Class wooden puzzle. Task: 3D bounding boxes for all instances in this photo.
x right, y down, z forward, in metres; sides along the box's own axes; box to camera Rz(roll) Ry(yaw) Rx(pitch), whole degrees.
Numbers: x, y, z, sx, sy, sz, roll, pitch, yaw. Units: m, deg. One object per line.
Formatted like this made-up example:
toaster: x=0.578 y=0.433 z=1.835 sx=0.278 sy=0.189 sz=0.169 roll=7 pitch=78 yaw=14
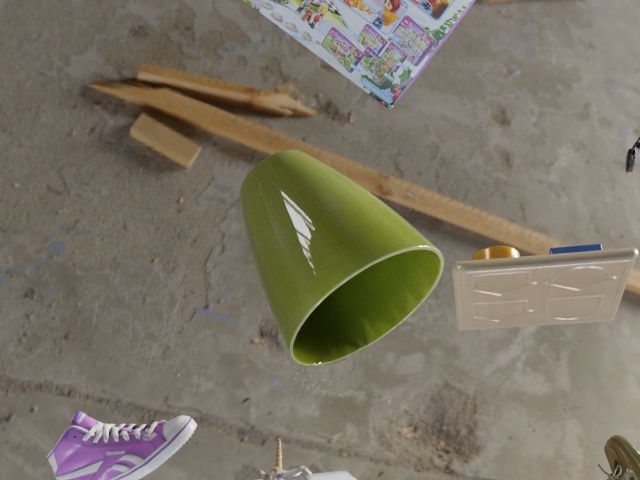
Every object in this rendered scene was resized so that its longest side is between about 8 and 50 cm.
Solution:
wooden puzzle: x=0.425 y=0.086 z=1.432 sx=0.322 sy=0.348 sz=0.080 roll=-5 pitch=64 yaw=10

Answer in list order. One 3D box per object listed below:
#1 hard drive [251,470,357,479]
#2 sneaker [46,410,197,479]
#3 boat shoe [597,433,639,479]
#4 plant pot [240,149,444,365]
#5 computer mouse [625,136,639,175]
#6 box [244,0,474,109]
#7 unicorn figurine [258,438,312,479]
hard drive: x=-0.098 y=0.468 z=1.102 sx=0.047 sy=0.233 sz=0.353 roll=28 pitch=6 yaw=38
sneaker: x=-0.384 y=0.373 z=1.367 sx=0.282 sy=0.102 sz=0.161 roll=-30 pitch=94 yaw=1
boat shoe: x=0.663 y=0.553 z=1.539 sx=0.089 sy=0.104 sz=0.285 roll=-14 pitch=54 yaw=-1
plant pot: x=0.000 y=0.000 z=1.166 sx=0.275 sy=0.274 sz=0.293 roll=-17 pitch=57 yaw=-29
computer mouse: x=0.583 y=-0.170 z=1.227 sx=0.060 sy=0.262 sz=0.184 roll=39 pitch=92 yaw=19
box: x=0.020 y=-0.305 z=0.758 sx=0.293 sy=0.201 sz=0.057 roll=36 pitch=26 yaw=-5
unicorn figurine: x=0.009 y=0.213 z=0.503 sx=0.060 sy=0.111 sz=0.161 roll=7 pitch=65 yaw=-52
